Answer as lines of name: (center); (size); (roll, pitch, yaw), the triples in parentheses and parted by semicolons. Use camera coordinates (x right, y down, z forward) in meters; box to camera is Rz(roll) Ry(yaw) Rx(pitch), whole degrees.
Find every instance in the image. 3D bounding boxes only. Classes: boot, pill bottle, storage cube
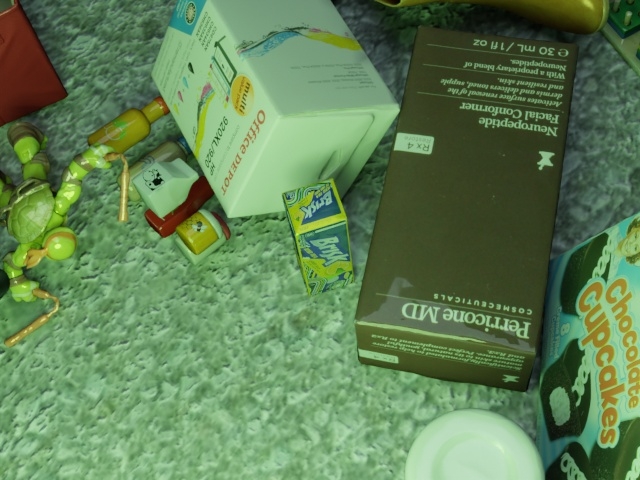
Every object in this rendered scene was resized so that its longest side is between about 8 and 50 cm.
boot: (0.182, -0.313, 1.262); (0.211, 0.104, 0.295); (-24, 50, -31)
pill bottle: (0.140, 0.244, 0.964); (0.121, 0.216, 0.121); (-2, 63, 5)
storage cube: (-0.456, -0.258, 1.282); (0.183, 0.193, 0.215); (-29, 64, -8)

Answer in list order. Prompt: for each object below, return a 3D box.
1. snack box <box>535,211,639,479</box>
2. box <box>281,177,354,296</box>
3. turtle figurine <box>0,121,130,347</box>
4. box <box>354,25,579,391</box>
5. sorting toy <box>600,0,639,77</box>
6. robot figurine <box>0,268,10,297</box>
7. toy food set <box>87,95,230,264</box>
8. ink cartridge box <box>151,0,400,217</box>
snack box: (0.290, 0.143, 1.014); (0.060, 0.187, 0.322); (18, 64, -18)
box: (0.000, 0.000, 1.123); (0.059, 0.169, 0.054); (-17, 64, -3)
turtle figurine: (-0.338, -0.029, 1.193); (0.217, 0.087, 0.270); (47, 111, 39)
box: (0.165, -0.042, 1.146); (0.191, 0.143, 0.382); (8, 67, 9)
sorting toy: (0.425, -0.284, 1.286); (0.132, 0.046, 0.275); (-27, 64, -8)
robot figurine: (-0.491, 0.035, 1.139); (0.278, 0.173, 0.209); (-1, 68, 18)
toy food set: (-0.162, -0.067, 1.199); (0.104, 0.111, 0.232); (-39, 51, -15)
ink cartridge box: (-0.058, -0.172, 1.180); (0.168, 0.171, 0.233); (-10, 58, -35)
